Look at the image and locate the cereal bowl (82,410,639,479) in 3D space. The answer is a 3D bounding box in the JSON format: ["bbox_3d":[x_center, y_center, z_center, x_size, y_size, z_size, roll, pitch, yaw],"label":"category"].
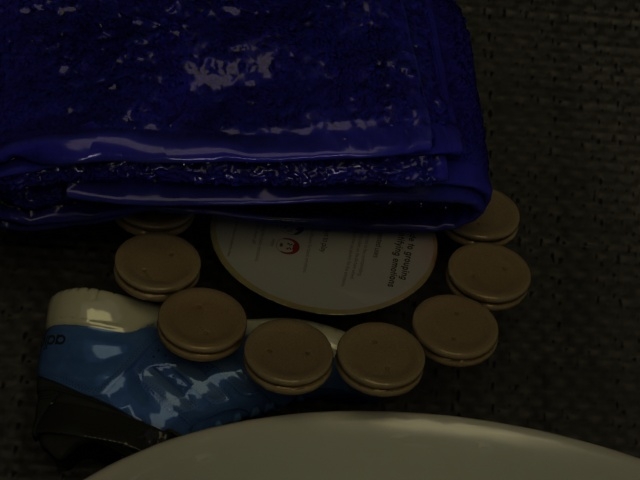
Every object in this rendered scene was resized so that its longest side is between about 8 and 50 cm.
[{"bbox_3d":[0.042,0.200,0.656,0.339,0.141,0.339,5,25,-2],"label":"cereal bowl"}]

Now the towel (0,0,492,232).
[{"bbox_3d":[-0.049,-0.147,0.843,0.228,0.076,0.308,0,58,-10],"label":"towel"}]

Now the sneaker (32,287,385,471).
[{"bbox_3d":[-0.046,0.074,0.792,0.152,0.058,0.084,10,70,-7],"label":"sneaker"}]

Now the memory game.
[{"bbox_3d":[0.000,0.000,0.813,0.186,0.012,0.186,5,41,-4],"label":"memory game"}]
